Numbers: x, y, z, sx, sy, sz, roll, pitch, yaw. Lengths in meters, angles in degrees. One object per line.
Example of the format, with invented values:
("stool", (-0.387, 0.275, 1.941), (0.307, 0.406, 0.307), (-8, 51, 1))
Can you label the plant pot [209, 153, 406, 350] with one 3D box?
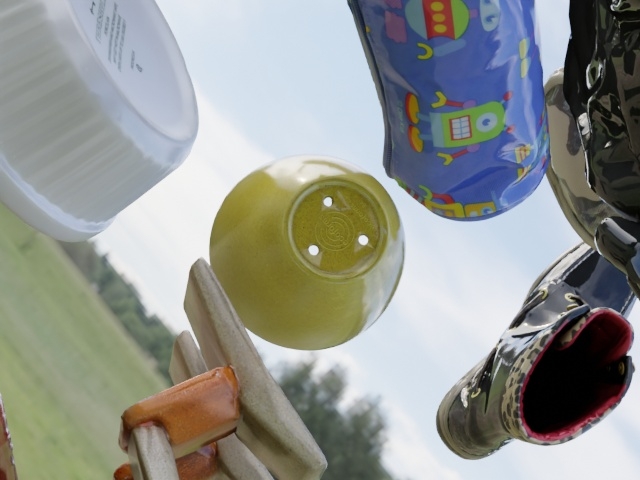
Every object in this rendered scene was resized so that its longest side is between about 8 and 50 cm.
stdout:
("plant pot", (0.000, 0.000, 0.898), (0.134, 0.134, 0.095), (51, -15, 1))

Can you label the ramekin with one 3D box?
("ramekin", (-0.207, -0.145, 1.139), (0.273, 0.127, 0.273), (57, 17, -27))

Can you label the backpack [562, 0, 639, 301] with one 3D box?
("backpack", (0.238, -0.100, 0.551), (0.276, 0.263, 0.213), (-79, 174, -61))

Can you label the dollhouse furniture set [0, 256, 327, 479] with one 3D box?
("dollhouse furniture set", (-0.159, 0.116, 0.553), (0.135, 0.262, 0.259), (60, -20, 18))

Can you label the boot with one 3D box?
("boot", (0.317, 0.124, 1.733), (0.138, 0.377, 0.284), (47, -13, -1))

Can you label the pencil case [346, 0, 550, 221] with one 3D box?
("pencil case", (0.080, -0.138, 0.912), (0.306, 0.133, 0.119), (69, 2, -54))

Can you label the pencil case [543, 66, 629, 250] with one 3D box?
("pencil case", (0.382, -0.101, 1.180), (0.183, 0.410, 0.160), (147, -70, -71))
